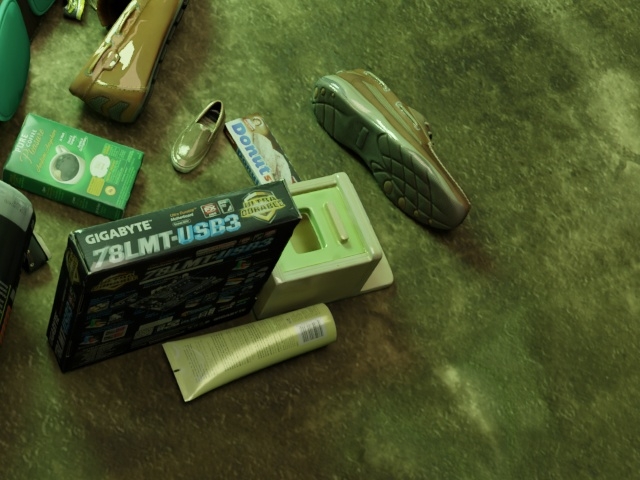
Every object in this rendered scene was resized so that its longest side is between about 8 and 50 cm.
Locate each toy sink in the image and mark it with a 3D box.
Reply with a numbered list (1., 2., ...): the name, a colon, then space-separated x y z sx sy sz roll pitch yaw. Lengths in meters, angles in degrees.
1. toy sink: 0.000 0.000 1.856 0.234 0.131 0.153 -12 65 -24

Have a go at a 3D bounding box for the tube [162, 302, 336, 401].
1. tube: -0.096 0.150 1.787 0.240 0.062 0.070 -17 23 -21

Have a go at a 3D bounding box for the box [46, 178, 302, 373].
1. box: -0.199 0.049 1.666 0.295 0.293 0.073 -17 67 -25

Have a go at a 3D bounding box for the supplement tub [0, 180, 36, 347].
1. supplement tub: -0.489 0.078 1.599 0.193 0.193 0.316 14 67 -10

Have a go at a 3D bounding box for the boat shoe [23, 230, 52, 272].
1. boat shoe: -0.425 -0.017 1.752 0.042 0.049 0.133 -39 112 -27

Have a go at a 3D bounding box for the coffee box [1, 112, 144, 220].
1. coffee box: -0.362 -0.108 1.857 0.184 0.040 0.113 18 56 -8

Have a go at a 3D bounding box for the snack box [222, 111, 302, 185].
1. snack box: -0.082 -0.117 1.964 0.064 0.022 0.178 -22 70 -27

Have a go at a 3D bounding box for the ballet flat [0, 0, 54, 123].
1. ballet flat: -0.495 -0.350 1.910 0.182 0.164 0.483 4 51 10

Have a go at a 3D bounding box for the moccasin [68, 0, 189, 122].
1. moccasin: -0.295 -0.361 1.983 0.147 0.139 0.380 24 65 -14

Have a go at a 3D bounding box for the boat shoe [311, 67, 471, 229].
1. boat shoe: 0.129 -0.158 2.002 0.116 0.123 0.324 -34 77 -33

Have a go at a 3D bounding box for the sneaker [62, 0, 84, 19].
1. sneaker: -0.394 -0.391 2.019 0.035 0.031 0.083 5 59 -15

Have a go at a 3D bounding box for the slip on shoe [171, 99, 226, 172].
1. slip on shoe: -0.186 -0.162 1.946 0.051 0.041 0.135 33 56 3
